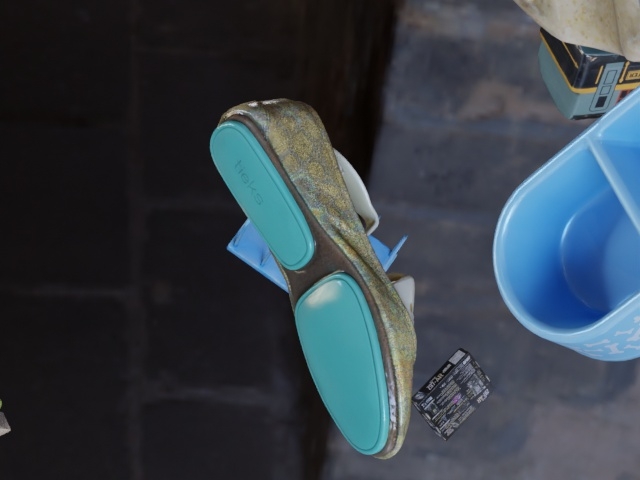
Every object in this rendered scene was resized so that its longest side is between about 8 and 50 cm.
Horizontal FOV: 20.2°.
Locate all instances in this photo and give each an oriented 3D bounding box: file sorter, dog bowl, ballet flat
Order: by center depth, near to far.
[{"bbox_3d":[0.250,-0.026,1.360,0.074,0.297,0.166,2,55,-49],"label":"dog bowl"},{"bbox_3d":[0.020,0.024,1.638,0.123,0.123,0.348,-22,81,-30],"label":"ballet flat"},{"bbox_3d":[0.000,0.000,2.092,0.170,0.104,0.118,36,69,0],"label":"file sorter"}]

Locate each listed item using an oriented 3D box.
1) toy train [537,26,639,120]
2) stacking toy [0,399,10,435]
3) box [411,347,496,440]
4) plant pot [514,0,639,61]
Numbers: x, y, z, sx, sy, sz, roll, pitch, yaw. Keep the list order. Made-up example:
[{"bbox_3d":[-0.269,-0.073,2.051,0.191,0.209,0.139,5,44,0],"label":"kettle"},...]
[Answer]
[{"bbox_3d":[0.382,-0.227,1.869,0.334,0.190,0.142,-9,52,-20],"label":"toy train"},{"bbox_3d":[-0.459,0.172,1.754,0.279,0.309,0.130,-26,81,-9],"label":"stacking toy"},{"bbox_3d":[0.147,0.170,1.984,0.083,0.067,0.018,-46,35,-11],"label":"box"},{"bbox_3d":[0.234,-0.250,0.926,0.305,0.334,0.334,-27,50,-24],"label":"plant pot"}]
